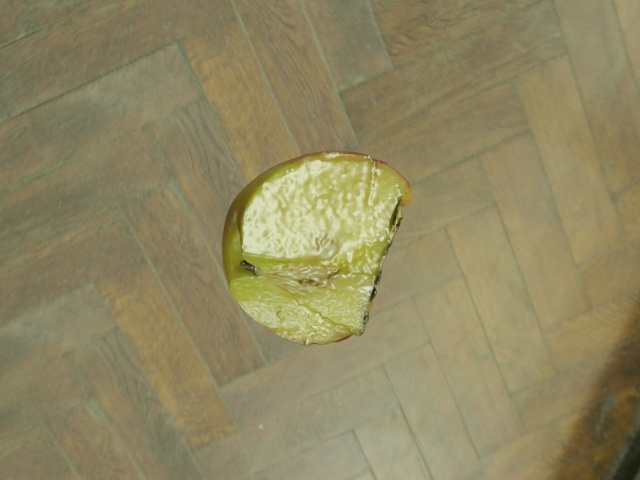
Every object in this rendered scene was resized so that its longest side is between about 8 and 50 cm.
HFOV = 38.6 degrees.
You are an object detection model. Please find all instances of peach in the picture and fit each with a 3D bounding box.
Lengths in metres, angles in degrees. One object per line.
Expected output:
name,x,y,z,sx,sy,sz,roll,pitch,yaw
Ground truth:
peach,-0.004,-0.005,0.684,0.151,0.118,0.151,0,124,1
